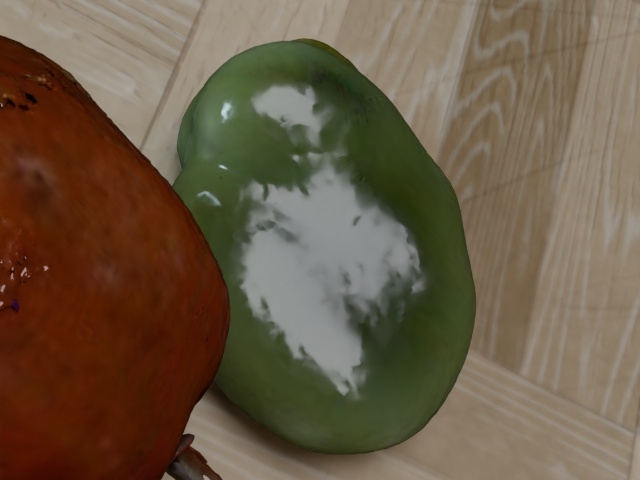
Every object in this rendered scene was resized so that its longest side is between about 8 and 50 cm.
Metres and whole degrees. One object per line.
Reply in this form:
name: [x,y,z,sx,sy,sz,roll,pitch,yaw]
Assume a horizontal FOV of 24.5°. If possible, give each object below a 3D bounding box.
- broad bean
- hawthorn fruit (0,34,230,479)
broad bean: [0.000,0.000,0.777,0.169,0.100,0.228,6,73,-17]
hawthorn fruit: [-0.129,0.042,0.620,0.299,0.211,0.211,38,51,-21]
